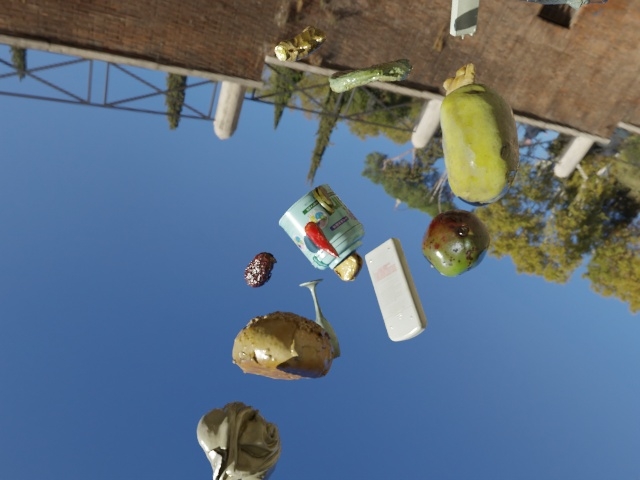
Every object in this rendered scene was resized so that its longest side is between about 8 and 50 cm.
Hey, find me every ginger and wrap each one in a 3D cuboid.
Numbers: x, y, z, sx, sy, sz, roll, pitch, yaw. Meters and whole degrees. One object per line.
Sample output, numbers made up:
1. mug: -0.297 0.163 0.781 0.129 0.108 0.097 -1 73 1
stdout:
1. ginger: -0.052 -0.663 1.629 0.115 0.081 0.205 36 -113 18
2. ginger: 0.568 -0.613 1.958 0.102 0.216 0.157 -10 -97 -15

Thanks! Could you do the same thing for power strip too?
1. power strip: 0.580 -0.987 1.906 0.106 0.367 0.043 -13 -142 -9

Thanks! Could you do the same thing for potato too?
1. potato: 0.322 -0.191 0.978 0.148 0.197 0.228 -9 -101 -6

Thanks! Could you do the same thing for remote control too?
1. remote control: 0.144 0.096 0.927 0.029 0.087 0.190 6 -122 -39

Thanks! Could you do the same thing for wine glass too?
1. wine glass: -0.005 0.301 1.795 0.096 0.264 0.309 -14 -97 2

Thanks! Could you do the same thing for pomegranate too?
1. pomegranate: 0.563 0.039 2.038 0.291 0.323 0.291 0 -138 0

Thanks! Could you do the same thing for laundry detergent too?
1. laundry detergent: 0.022 -0.045 2.121 0.305 0.287 0.287 50 -142 8

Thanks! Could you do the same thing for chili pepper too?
1. chili pepper: 0.000 0.000 1.319 0.027 0.045 0.178 8 -149 -46

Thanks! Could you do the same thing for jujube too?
1. jujube: -0.243 0.112 1.896 0.104 0.166 0.104 23 -155 -11

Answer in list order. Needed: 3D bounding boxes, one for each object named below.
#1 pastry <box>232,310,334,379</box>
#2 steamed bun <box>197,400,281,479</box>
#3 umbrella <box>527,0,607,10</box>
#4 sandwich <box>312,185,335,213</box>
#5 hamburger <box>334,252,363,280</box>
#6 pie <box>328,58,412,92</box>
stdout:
1. pastry: -0.107 0.302 1.414 0.284 0.316 0.184 19 -116 -29
2. steamed bun: -0.179 0.497 1.193 0.218 0.144 0.211 61 -162 22
3. umbrella: 0.802 -0.791 1.601 0.269 0.044 0.044 10 -168 19
4. sandwich: 0.012 -0.143 1.610 0.067 0.029 0.135 25 -155 -44
5. hamburger: 0.129 0.113 2.277 0.138 0.147 0.083 38 -158 31
6. pie: 0.170 -0.575 1.676 0.302 0.067 0.302 -12 -158 5
